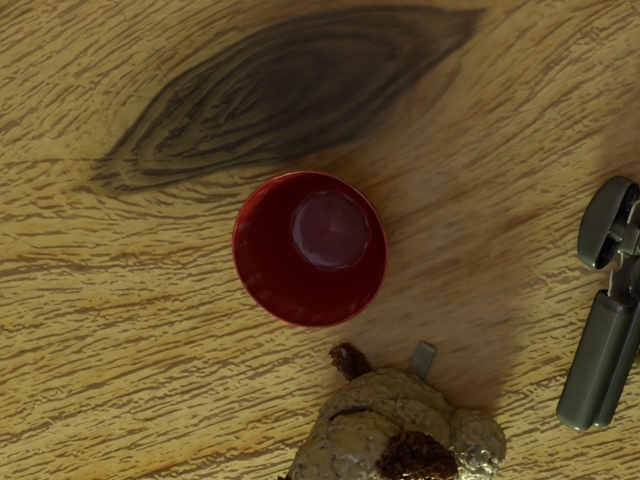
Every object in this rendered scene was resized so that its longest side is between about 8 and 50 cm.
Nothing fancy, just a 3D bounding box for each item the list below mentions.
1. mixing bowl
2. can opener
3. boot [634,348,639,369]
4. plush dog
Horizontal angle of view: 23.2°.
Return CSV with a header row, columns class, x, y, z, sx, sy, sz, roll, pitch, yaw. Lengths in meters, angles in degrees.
class,x,y,z,sx,sy,sz,roll,pitch,yaw
mixing bowl,0.000,0.000,1.774,0.181,0.098,0.182,4,105,16
can opener,0.314,0.069,1.731,0.095,0.076,0.284,33,115,40
boot,0.454,0.078,1.606,0.236,0.089,0.270,47,124,37
plush dog,0.051,0.235,1.752,0.262,0.225,0.211,-27,96,21
